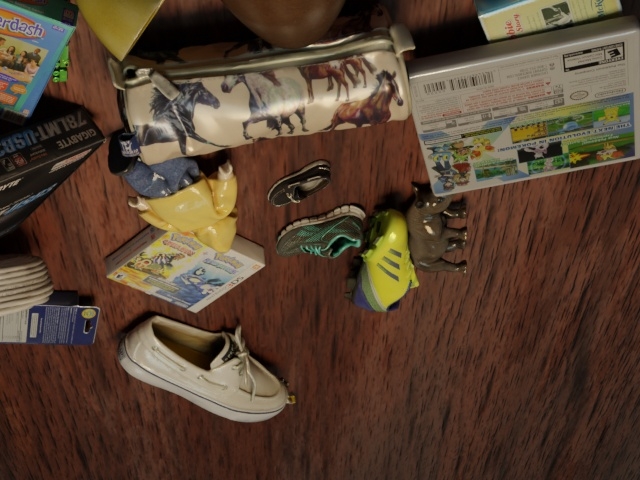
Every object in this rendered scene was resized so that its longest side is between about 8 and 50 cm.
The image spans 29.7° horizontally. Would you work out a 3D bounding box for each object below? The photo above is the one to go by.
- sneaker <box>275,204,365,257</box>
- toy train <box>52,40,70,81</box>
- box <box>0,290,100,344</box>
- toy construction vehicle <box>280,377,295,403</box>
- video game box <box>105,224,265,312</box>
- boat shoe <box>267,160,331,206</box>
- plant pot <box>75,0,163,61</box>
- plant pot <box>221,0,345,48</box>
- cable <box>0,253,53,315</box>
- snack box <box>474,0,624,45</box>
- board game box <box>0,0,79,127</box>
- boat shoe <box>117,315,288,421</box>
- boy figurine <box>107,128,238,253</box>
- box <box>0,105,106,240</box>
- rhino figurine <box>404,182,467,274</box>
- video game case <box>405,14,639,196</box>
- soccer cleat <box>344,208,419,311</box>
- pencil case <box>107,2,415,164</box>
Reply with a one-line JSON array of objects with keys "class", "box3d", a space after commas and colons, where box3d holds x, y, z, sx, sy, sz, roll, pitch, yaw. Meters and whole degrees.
[{"class": "sneaker", "box3d": [0.000, 0.000, 2.034, 0.166, 0.076, 0.065, -23, 142, 19]}, {"class": "toy train", "box3d": [-0.356, -0.249, 1.655, 0.023, 0.017, 0.083, -7, 146, -19]}, {"class": "box", "box3d": [-0.512, 0.139, 2.152, 0.225, 0.037, 0.136, 4, 144, -15]}, {"class": "toy construction vehicle", "box3d": [-0.105, 0.322, 2.503, 0.085, 0.035, 0.098, -18, 144, 13]}, {"class": "video game box", "box3d": [-0.229, 0.037, 2.064, 0.187, 0.048, 0.205, -36, 137, 30]}, {"class": "boat shoe", "box3d": [-0.033, -0.083, 1.942, 0.125, 0.038, 0.046, -28, 141, 25]}, {"class": "plant pot", "box3d": [-0.253, -0.307, 1.516, 0.095, 0.134, 0.134, 33, 132, -11]}, {"class": "plant pot", "box3d": [-0.045, -0.333, 1.465, 0.215, 0.215, 0.230, -10, 159, 1]}, {"class": "cable", "box3d": [-0.550, 0.077, 1.899, 0.257, 0.089, 0.257, -5, -175, 32]}, {"class": "snack box", "box3d": [0.351, -0.269, 1.741, 0.187, 0.060, 0.322, -16, 145, 14]}, {"class": "board game box", "box3d": [-0.430, -0.253, 1.592, 0.160, 0.047, 0.210, 19, 138, -23]}, {"class": "boat shoe", "box3d": [-0.188, 0.224, 2.281, 0.367, 0.136, 0.156, 27, 130, -27]}, {"class": "boy figurine", "box3d": [-0.202, -0.075, 1.872, 0.177, 0.092, 0.285, -23, 144, 19]}, {"class": "box", "box3d": [-0.486, -0.052, 1.710, 0.293, 0.073, 0.295, -36, 180, 34]}, {"class": "rhino figurine", "box3d": [0.194, -0.027, 2.041, 0.106, 0.073, 0.243, -2, 142, 5]}, {"class": "video game case", "box3d": [0.303, -0.188, 1.769, 0.328, 0.036, 0.300, -11, 146, 9]}, {"class": "soccer cleat", "box3d": [0.122, 0.036, 2.083, 0.121, 0.093, 0.289, 16, 149, -1]}, {"class": "pencil case", "box3d": [-0.076, -0.213, 1.639, 0.410, 0.160, 0.183, -10, 171, 2]}]
